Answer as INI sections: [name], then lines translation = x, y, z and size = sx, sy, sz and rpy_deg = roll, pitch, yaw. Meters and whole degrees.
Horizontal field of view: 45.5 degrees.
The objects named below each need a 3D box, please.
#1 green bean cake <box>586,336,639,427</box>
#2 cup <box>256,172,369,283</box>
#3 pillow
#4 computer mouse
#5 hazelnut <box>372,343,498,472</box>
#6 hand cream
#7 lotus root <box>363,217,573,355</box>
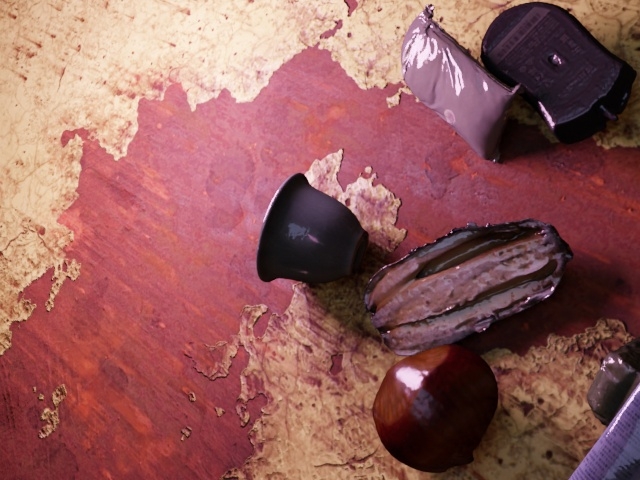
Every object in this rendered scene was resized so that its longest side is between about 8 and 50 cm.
[green bean cake]
translation = 0.446, 0.208, 0.947
size = 0.185, 0.183, 0.094
rpy_deg = 33, 112, 33
[cup]
translation = 0.000, 0.000, 1.301
size = 0.150, 0.199, 0.199
rpy_deg = 19, 88, 15
[pillow]
translation = 0.213, -0.254, 1.239
size = 0.255, 0.059, 0.169
rpy_deg = 50, 146, 28
[computer mouse]
translation = 0.367, -0.258, 1.175
size = 0.147, 0.088, 0.264
rpy_deg = -44, 57, 17
[hazelnut]
translation = 0.164, 0.252, 1.144
size = 0.201, 0.161, 0.170
rpy_deg = 123, 148, -52
[hand cream]
translation = 0.343, 0.262, 0.880
size = 0.088, 0.055, 0.256
rpy_deg = 44, 112, 34
[lotus root]
translation = 0.228, 0.061, 1.193
size = 0.329, 0.078, 0.167
rpy_deg = -23, 89, 23
